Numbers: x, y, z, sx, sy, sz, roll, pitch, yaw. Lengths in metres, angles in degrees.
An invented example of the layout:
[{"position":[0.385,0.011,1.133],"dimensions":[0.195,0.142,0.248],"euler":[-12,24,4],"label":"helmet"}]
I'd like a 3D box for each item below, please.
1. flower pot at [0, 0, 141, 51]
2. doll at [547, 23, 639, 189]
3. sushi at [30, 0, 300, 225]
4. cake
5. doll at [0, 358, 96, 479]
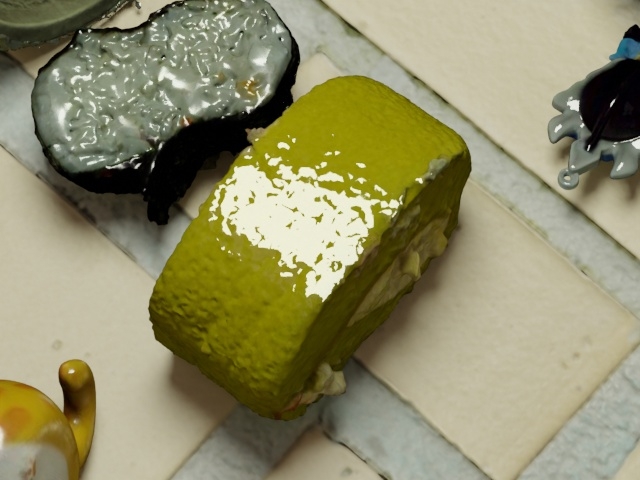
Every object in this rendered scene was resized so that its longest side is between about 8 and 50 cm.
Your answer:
[{"position":[-0.252,-0.327,1.516],"dimensions":[0.290,0.290,0.259],"euler":[-44,62,-12],"label":"flower pot"},{"position":[0.243,-0.111,1.523],"dimensions":[0.096,0.070,0.195],"euler":[33,66,18],"label":"doll"},{"position":[-0.112,-0.100,1.499],"dimensions":[0.212,0.115,0.147],"euler":[-25,70,-6],"label":"sushi"},{"position":[0.000,0.000,1.429],"dimensions":[0.156,0.179,0.260],"euler":[35,76,10],"label":"cake"},{"position":[-0.302,0.170,1.390],"dimensions":[0.269,0.162,0.167],"euler":[3,102,-4],"label":"doll"}]
